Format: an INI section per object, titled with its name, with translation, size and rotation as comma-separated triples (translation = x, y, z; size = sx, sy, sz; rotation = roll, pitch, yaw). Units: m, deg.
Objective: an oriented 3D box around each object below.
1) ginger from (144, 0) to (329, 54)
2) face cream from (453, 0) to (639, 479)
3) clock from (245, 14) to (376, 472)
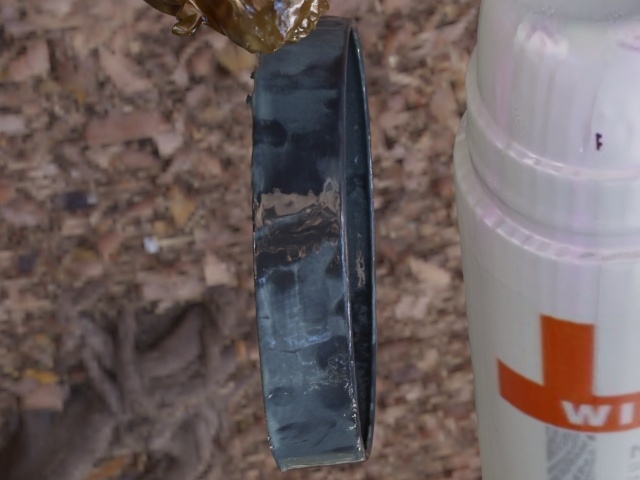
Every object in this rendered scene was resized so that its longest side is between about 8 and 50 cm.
[ginger]
translation = -0.043, -0.259, 1.004
size = 0.274, 0.358, 0.152
rotation = 15, 135, -2
[face cream]
translation = 0.104, 0.021, 0.572
size = 0.101, 0.102, 0.346
rotation = -12, 142, 0
[clock]
translation = 0.000, 0.000, 1.280
size = 0.076, 0.386, 0.386
rotation = -2, 153, 5
